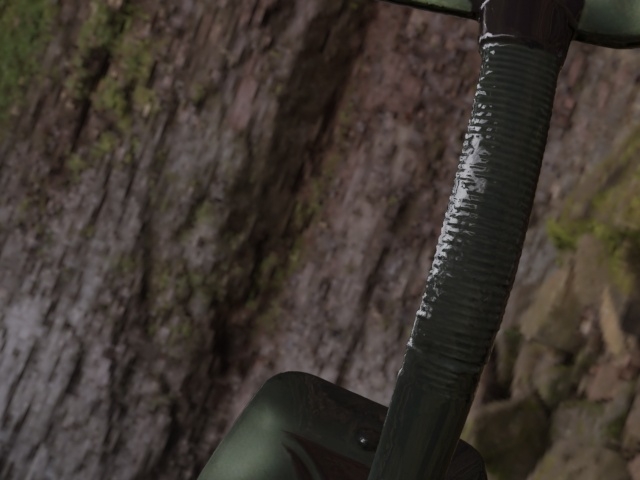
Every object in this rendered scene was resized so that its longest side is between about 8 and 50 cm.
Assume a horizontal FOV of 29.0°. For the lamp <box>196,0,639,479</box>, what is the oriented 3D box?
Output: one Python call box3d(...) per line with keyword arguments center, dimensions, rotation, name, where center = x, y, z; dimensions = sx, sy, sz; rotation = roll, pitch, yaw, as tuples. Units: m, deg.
box3d(center=(-0.001, 0.001, 0.473), dimensions=(0.124, 0.203, 0.283), rotation=(-50, -22, -63), name="lamp")
